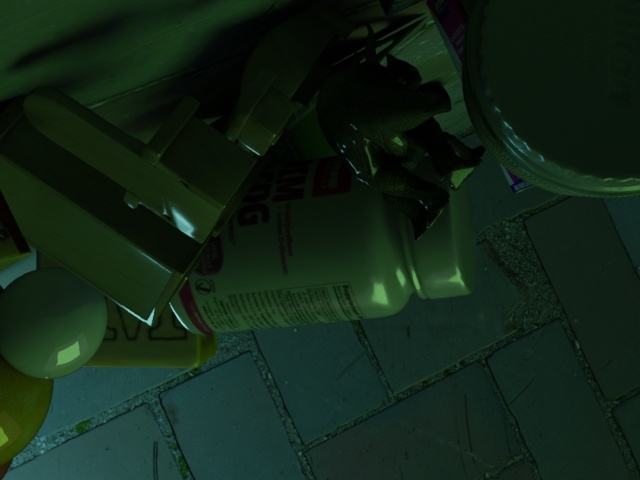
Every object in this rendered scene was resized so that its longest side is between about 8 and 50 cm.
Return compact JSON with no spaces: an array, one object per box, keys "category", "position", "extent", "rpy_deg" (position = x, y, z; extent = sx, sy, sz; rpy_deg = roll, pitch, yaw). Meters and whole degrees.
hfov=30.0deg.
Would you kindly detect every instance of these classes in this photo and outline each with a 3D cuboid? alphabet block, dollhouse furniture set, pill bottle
[{"category":"alphabet block","position":[-0.236,0.057,1.498],"extent":[0.197,0.193,0.192],"rpy_deg":[0,-179,3]},{"category":"dollhouse furniture set","position":[-0.100,-0.135,0.964],"extent":[0.355,0.174,0.303],"rpy_deg":[-58,-176,-32]},{"category":"pill bottle","position":[0.000,0.000,1.157],"extent":[0.283,0.160,0.160],"rpy_deg":[-7,-176,15]}]

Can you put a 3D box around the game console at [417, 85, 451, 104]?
[{"category":"game console","position":[0.057,-0.181,2.098],"extent":[0.361,0.044,0.213],"rpy_deg":[-24,179,11]}]

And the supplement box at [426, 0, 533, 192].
[{"category":"supplement box","position":[0.203,-0.170,1.167],"extent":[0.114,0.220,0.111],"rpy_deg":[-23,178,-4]}]

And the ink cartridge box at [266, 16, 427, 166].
[{"category":"ink cartridge box","position":[0.006,-0.125,1.289],"extent":[0.255,0.097,0.189],"rpy_deg":[-25,-168,28]}]

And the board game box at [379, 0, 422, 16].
[{"category":"board game box","position":[0.115,-0.235,0.915],"extent":[0.136,0.035,0.201],"rpy_deg":[-24,179,-4]}]

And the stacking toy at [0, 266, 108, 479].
[{"category":"stacking toy","position":[-0.424,0.162,1.336],"extent":[0.480,0.350,0.351],"rpy_deg":[-35,175,26]}]

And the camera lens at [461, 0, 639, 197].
[{"category":"camera lens","position":[0.224,-0.144,0.963],"extent":[0.219,0.219,0.274],"rpy_deg":[-25,180,7]}]

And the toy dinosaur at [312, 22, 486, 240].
[{"category":"toy dinosaur","position":[0.050,-0.089,0.981],"extent":[0.121,0.160,0.313],"rpy_deg":[-54,177,12]}]

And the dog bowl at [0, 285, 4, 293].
[{"category":"dog bowl","position":[-0.619,0.181,1.780],"extent":[0.408,0.150,0.408],"rpy_deg":[-25,179,-1]}]

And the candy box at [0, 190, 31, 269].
[{"category":"candy box","position":[-0.311,0.002,0.852],"extent":[0.187,0.109,0.053],"rpy_deg":[-26,179,19]}]
